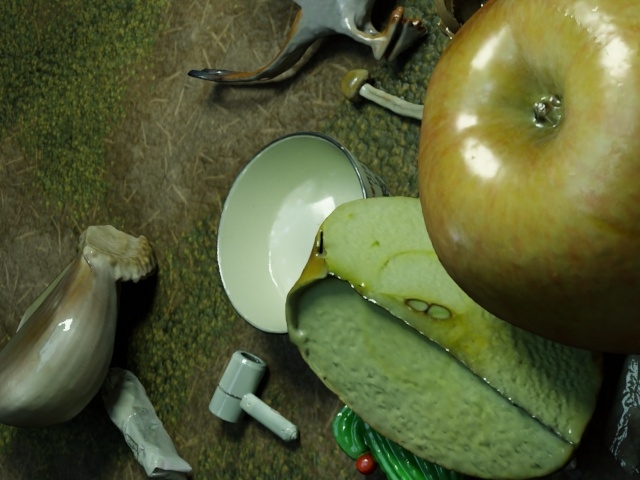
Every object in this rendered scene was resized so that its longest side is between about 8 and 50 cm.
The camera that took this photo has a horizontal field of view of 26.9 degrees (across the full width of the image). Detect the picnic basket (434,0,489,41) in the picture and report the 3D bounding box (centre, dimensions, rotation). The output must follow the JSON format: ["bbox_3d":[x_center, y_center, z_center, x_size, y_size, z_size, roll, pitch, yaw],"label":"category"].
[{"bbox_3d":[0.182,-0.270,1.443,0.138,0.178,0.128,-6,76,40],"label":"picnic basket"}]

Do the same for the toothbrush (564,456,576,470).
[{"bbox_3d":[0.223,0.118,1.417,0.022,0.026,0.263,-34,59,37],"label":"toothbrush"}]

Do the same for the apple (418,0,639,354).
[{"bbox_3d":[0.275,-0.085,1.203,0.391,0.346,0.391,-9,75,36],"label":"apple"}]

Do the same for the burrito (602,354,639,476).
[{"bbox_3d":[0.312,0.164,1.318,0.055,0.041,0.149,8,85,28],"label":"burrito"}]

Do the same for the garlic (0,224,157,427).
[{"bbox_3d":[-0.344,0.135,1.789,0.325,0.132,0.279,-57,10,10],"label":"garlic"}]

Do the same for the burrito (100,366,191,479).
[{"bbox_3d":[-0.236,0.243,1.758,0.064,0.064,0.203,-54,50,18],"label":"burrito"}]

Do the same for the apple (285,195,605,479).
[{"bbox_3d":[0.133,0.100,1.357,0.346,0.179,0.254,33,97,20],"label":"apple"}]

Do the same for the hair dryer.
[{"bbox_3d":[-0.072,0.202,1.642,0.137,0.047,0.082,33,101,35],"label":"hair dryer"}]

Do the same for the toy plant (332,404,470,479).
[{"bbox_3d":[0.118,0.216,1.446,0.240,0.088,0.154,36,89,33],"label":"toy plant"}]

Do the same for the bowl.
[{"bbox_3d":[0.000,0.000,1.570,0.238,0.126,0.237,-11,73,38],"label":"bowl"}]

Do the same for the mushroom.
[{"bbox_3d":[0.146,-0.171,1.550,0.306,0.043,0.068,6,103,40],"label":"mushroom"}]

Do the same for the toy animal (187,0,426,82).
[{"bbox_3d":[-0.022,-0.277,1.654,0.302,0.225,0.284,32,117,31],"label":"toy animal"}]
